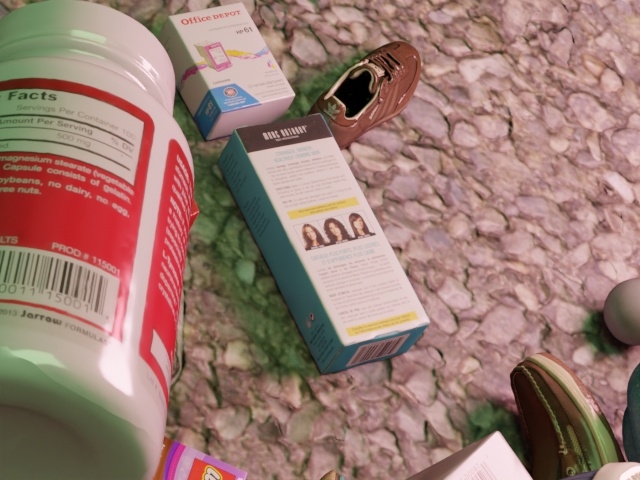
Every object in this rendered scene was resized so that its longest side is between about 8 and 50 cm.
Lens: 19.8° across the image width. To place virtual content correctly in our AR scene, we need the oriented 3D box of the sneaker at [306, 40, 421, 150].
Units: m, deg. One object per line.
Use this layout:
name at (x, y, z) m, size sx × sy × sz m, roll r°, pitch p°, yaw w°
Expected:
sneaker at (0.055, -0.155, 1.854) m, size 0.066 × 0.071 × 0.188 m, roll 39°, pitch 51°, yaw 5°

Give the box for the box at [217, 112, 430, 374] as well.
box at (0.000, 0.000, 1.728) m, size 0.100 × 0.060 × 0.244 m, roll -12°, pitch 63°, yaw -31°

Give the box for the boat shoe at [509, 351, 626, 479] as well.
boat shoe at (0.225, 0.223, 1.658) m, size 0.095 × 0.095 × 0.257 m, roll -19°, pitch 65°, yaw -19°

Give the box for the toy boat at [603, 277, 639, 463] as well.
toy boat at (0.351, 0.155, 1.723) m, size 0.267 × 0.148 × 0.318 m, roll 41°, pitch 35°, yaw -40°

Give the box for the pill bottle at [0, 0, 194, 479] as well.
pill bottle at (-0.220, 0.006, 1.453) m, size 0.229 × 0.229 × 0.408 m, roll 16°, pitch 47°, yaw -14°

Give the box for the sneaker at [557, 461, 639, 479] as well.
sneaker at (0.261, 0.353, 1.549) m, size 0.131 × 0.148 × 0.350 m, roll -31°, pitch 103°, yaw -54°

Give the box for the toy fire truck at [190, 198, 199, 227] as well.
toy fire truck at (-0.216, -0.065, 1.683) m, size 0.135 × 0.047 × 0.192 m, roll -25°, pitch 70°, yaw -36°

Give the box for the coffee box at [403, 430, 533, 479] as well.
coffee box at (0.145, 0.324, 1.456) m, size 0.119 × 0.168 × 0.297 m, roll -34°, pitch 89°, yaw -46°

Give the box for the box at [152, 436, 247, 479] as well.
box at (-0.194, 0.272, 1.451) m, size 0.201 × 0.057 × 0.293 m, roll 25°, pitch 50°, yaw -8°

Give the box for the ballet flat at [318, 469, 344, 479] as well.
ballet flat at (-0.011, 0.283, 1.525) m, size 0.067 × 0.073 × 0.206 m, roll -2°, pitch 51°, yaw 1°

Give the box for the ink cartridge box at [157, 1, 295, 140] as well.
ink cartridge box at (-0.095, -0.168, 1.807) m, size 0.088 × 0.052 × 0.122 m, roll -16°, pitch 64°, yaw -32°
